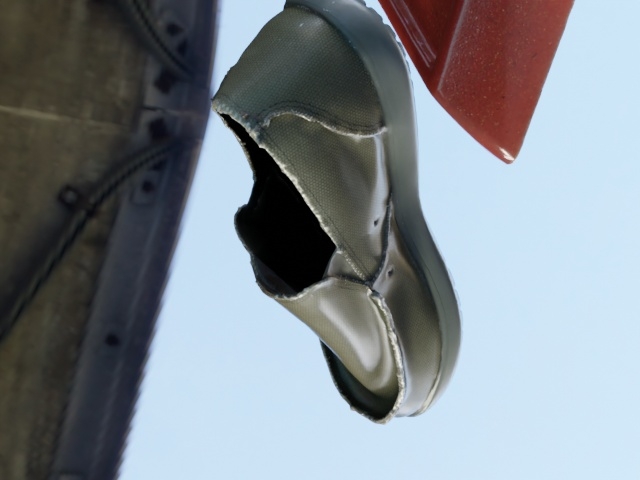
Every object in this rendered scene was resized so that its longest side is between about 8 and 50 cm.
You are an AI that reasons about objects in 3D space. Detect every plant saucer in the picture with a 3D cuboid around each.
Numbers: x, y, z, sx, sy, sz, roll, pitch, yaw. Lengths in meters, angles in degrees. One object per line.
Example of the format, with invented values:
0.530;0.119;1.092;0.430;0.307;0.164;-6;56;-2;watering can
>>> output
0.070;-0.215;0.753;0.047;0.258;0.259;-2;-48;-21;plant saucer

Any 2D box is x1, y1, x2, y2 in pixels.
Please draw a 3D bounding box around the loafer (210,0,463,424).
0.000;0.000;0.676;0.087;0.094;0.251;-34;-47;-22;loafer
